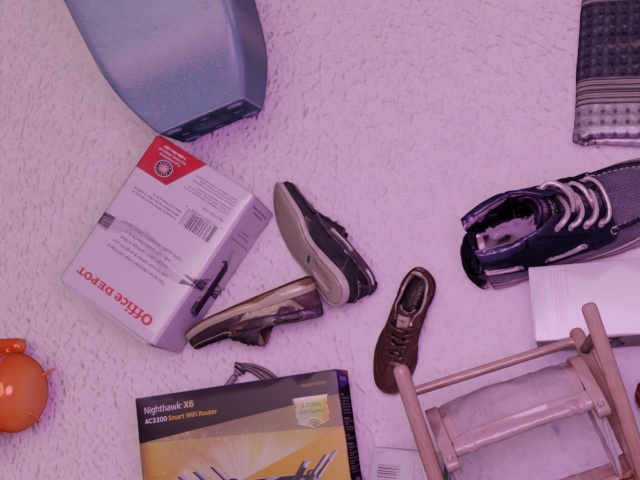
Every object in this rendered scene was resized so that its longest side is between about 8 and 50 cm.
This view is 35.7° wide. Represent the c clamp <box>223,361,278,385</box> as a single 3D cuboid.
[{"bbox_3d":[-0.138,0.246,1.493,0.137,0.022,0.161,41,89,21],"label":"c clamp"}]

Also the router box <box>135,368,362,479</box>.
[{"bbox_3d":[-0.099,0.324,1.418,0.308,0.081,0.243,-11,79,12],"label":"router box"}]

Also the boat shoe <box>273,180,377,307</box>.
[{"bbox_3d":[0.000,0.000,1.507,0.079,0.084,0.233,-19,58,-28],"label":"boat shoe"}]

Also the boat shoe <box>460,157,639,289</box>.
[{"bbox_3d":[0.349,-0.035,1.364,0.340,0.158,0.127,-26,70,7],"label":"boat shoe"}]

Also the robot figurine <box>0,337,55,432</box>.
[{"bbox_3d":[-0.520,0.236,1.546,0.219,0.158,0.128,0,108,15],"label":"robot figurine"}]

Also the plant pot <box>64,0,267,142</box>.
[{"bbox_3d":[-0.213,-0.296,1.556,0.247,0.248,0.252,-21,87,9],"label":"plant pot"}]

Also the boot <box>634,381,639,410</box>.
[{"bbox_3d":[0.501,0.128,1.269,0.244,0.176,0.088,-46,67,-2],"label":"boot"}]

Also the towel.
[{"bbox_3d":[0.540,-0.278,1.445,0.324,0.056,0.312,2,73,18],"label":"towel"}]

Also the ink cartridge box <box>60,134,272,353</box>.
[{"bbox_3d":[-0.236,0.009,1.536,0.197,0.114,0.273,32,84,20],"label":"ink cartridge box"}]

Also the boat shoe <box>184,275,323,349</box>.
[{"bbox_3d":[-0.099,0.124,1.484,0.223,0.080,0.073,-25,85,16],"label":"boat shoe"}]

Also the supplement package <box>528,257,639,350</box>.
[{"bbox_3d":[0.379,0.089,1.351,0.179,0.105,0.105,-6,73,15],"label":"supplement package"}]

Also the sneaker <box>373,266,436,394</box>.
[{"bbox_3d":[0.114,0.126,1.431,0.066,0.071,0.188,13,78,18],"label":"sneaker"}]

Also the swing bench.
[{"bbox_3d":[0.246,0.244,1.188,0.253,0.165,0.255,-18,72,3],"label":"swing bench"}]

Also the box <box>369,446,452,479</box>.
[{"bbox_3d":[0.123,0.338,1.361,0.102,0.087,0.101,2,76,15],"label":"box"}]
